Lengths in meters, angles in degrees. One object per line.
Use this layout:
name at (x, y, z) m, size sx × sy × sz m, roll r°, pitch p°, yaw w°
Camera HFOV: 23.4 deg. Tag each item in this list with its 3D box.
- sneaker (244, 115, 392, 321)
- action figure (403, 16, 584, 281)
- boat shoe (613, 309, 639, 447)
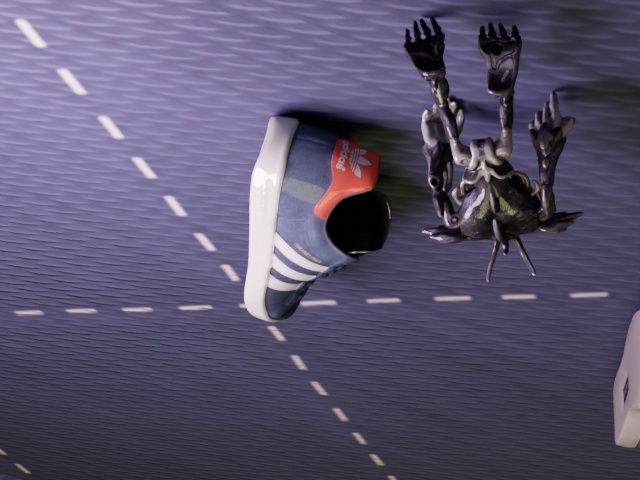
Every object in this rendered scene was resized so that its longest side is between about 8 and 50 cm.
sneaker at (0.000, 0.000, 1.729) m, size 0.148 × 0.131 × 0.350 m, roll 13°, pitch 152°, yaw 4°
action figure at (0.168, -0.093, 1.503) m, size 0.164 × 0.141 × 0.276 m, roll -2°, pitch 134°, yaw 17°
boat shoe at (0.465, 0.175, 1.939) m, size 0.158 × 0.127 × 0.340 m, roll 1°, pitch 159°, yaw 4°
